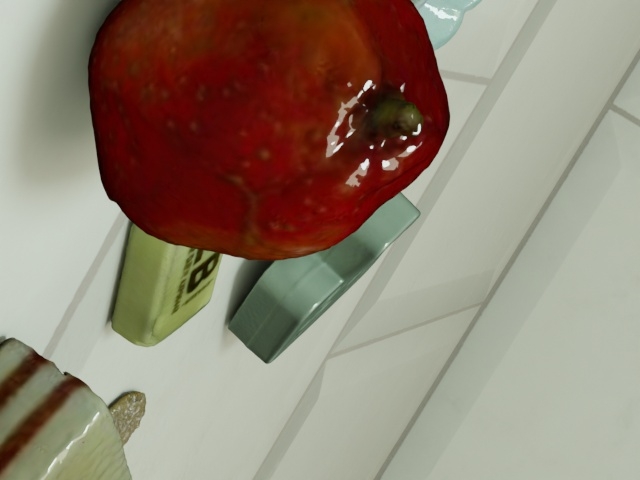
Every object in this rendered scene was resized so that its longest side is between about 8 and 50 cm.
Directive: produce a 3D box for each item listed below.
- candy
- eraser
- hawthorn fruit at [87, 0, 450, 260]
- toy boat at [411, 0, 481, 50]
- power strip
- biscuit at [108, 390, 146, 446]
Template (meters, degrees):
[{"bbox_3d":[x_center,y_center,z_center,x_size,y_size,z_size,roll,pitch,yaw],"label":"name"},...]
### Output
[{"bbox_3d":[-0.277,0.242,1.479,0.179,0.135,0.320,-51,164,-23],"label":"candy"},{"bbox_3d":[-0.143,0.017,1.566,0.117,0.058,0.172,-41,159,-43],"label":"eraser"},{"bbox_3d":[-0.028,-0.114,1.201,0.265,0.307,0.265,-4,98,-35],"label":"hawthorn fruit"},{"bbox_3d":[0.110,-0.272,1.667,0.290,0.100,0.199,-56,164,-2],"label":"toy boat"},{"bbox_3d":[0.000,0.000,1.898,0.229,0.141,0.261,-44,175,-35],"label":"power strip"},{"bbox_3d":[-0.235,0.218,1.774,0.120,0.015,0.120,-50,164,-20],"label":"biscuit"}]
